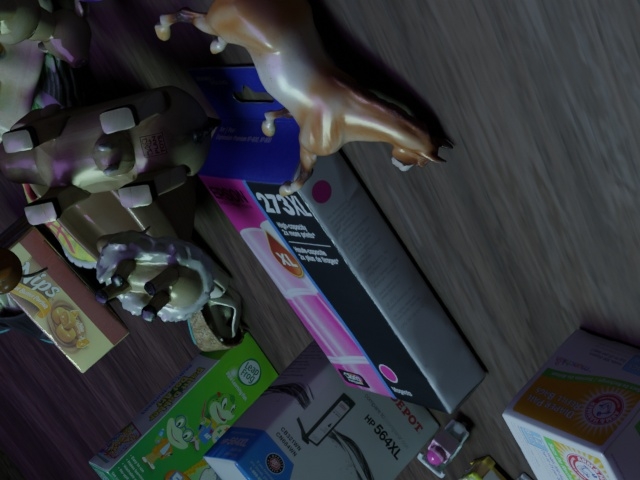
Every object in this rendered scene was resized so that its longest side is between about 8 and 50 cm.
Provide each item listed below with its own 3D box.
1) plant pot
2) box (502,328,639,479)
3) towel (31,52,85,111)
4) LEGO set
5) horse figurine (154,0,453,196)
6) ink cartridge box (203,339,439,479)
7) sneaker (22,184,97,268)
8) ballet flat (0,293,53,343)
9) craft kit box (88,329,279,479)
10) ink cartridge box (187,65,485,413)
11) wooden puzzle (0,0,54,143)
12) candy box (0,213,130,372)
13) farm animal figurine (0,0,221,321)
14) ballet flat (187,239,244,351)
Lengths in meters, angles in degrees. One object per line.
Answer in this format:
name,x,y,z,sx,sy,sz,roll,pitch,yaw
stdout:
plant pot,-0.211,-0.065,1.626,0.237,0.110,0.237,37,158,18
box,0.252,0.187,1.242,0.114,0.103,0.203,17,145,51
towel,-0.345,-0.202,1.728,0.248,0.038,0.325,39,160,18
LEGO set,0.207,0.314,1.548,0.287,0.107,0.132,37,157,20
horse figurine,-0.033,-0.140,1.217,0.263,0.066,0.174,54,148,-10
ink cartridge box,0.003,0.210,1.604,0.148,0.203,0.086,51,156,-15
sneaker,-0.309,-0.037,1.896,0.208,0.081,0.094,28,151,38
ballet flat,-0.486,0.101,2.468,0.280,0.095,0.096,1,123,47
craft kit box,-0.123,0.278,1.896,0.061,0.246,0.250,9,139,52
ink cartridge box,0.000,0.000,1.430,0.176,0.069,0.371,8,136,57
wooden puzzle,-0.446,-0.211,1.562,0.322,0.080,0.348,24,158,-9
candy box,-0.360,0.063,2.060,0.183,0.087,0.316,49,174,-12
farm animal figurine,-0.241,-0.105,1.403,0.326,0.172,0.330,8,110,15
ballet flat,-0.132,0.059,1.788,0.067,0.073,0.206,5,146,18
